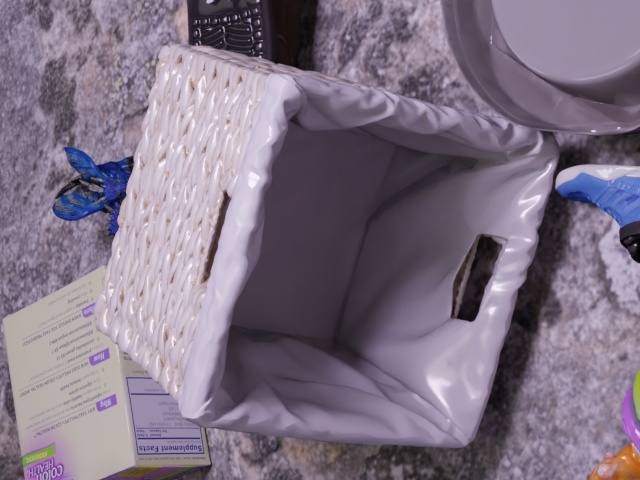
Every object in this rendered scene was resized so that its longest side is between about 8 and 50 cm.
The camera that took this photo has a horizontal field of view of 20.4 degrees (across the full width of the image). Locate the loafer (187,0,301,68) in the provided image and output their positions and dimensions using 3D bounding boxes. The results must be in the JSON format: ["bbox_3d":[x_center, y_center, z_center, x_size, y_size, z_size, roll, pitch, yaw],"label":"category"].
[{"bbox_3d":[-0.081,-0.328,1.965,0.133,0.130,0.366,4,93,25],"label":"loafer"}]

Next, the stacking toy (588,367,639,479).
[{"bbox_3d":[0.320,0.145,1.523,0.302,0.165,0.175,-58,34,39],"label":"stacking toy"}]

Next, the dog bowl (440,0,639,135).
[{"bbox_3d":[0.269,-0.254,1.590,0.348,0.102,0.349,-15,69,43],"label":"dog bowl"}]

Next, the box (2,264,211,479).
[{"bbox_3d":[-0.258,0.178,2.116,0.213,0.117,0.243,-26,67,41],"label":"box"}]

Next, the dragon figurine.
[{"bbox_3d":[-0.268,-0.063,2.129,0.289,0.144,0.085,19,99,45],"label":"dragon figurine"}]

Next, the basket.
[{"bbox_3d":[0.000,0.000,1.713,0.266,0.331,0.328,30,107,56],"label":"basket"}]

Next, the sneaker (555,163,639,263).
[{"bbox_3d":[0.277,-0.023,1.630,0.152,0.058,0.085,2,79,39],"label":"sneaker"}]
